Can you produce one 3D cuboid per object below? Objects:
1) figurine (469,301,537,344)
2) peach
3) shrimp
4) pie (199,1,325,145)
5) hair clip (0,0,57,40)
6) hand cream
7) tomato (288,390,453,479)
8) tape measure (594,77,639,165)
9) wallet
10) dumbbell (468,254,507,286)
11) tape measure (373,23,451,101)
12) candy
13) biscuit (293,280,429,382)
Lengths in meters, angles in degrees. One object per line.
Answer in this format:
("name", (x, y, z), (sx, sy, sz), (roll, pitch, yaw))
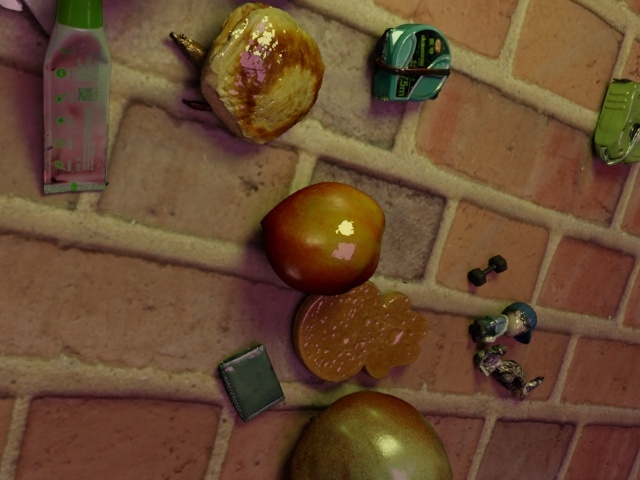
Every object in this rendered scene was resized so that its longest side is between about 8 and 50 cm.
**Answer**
("figurine", (0.388, 0.180, 1.376), (0.149, 0.087, 0.086), (-5, 144, -17))
("peach", (0.000, 0.000, 1.032), (0.197, 0.197, 0.197), (-9, 109, -28))
("shrimp", (-0.180, -0.244, 0.939), (0.091, 0.025, 0.127), (-51, 125, -6))
("pie", (-0.082, -0.242, 0.950), (0.179, 0.084, 0.205), (-52, 136, -16))
("hair clip", (-0.365, -0.341, 0.789), (0.140, 0.054, 0.220), (-34, 116, -13))
("hand cream", (-0.310, -0.181, 0.833), (0.079, 0.050, 0.275), (10, 123, -8))
("tomato", (0.098, 0.434, 1.174), (0.303, 0.239, 0.303), (-11, 109, -32))
("tape measure", (0.667, -0.242, 1.403), (0.154, 0.087, 0.177), (10, 101, -33))
("wallet", (-0.120, 0.244, 1.117), (0.088, 0.026, 0.129), (-27, 117, -17))
("dumbbell", (0.343, 0.062, 1.331), (0.083, 0.040, 0.036), (-28, 147, -21))
("tape measure", (0.155, -0.298, 1.087), (0.146, 0.081, 0.125), (-7, 111, -29))
("candy", (0.418, 0.291, 1.420), (0.094, 0.051, 0.226), (-28, 131, 24))
("biscuit", (0.077, 0.167, 1.200), (0.288, 0.044, 0.202), (7, 101, -33))
